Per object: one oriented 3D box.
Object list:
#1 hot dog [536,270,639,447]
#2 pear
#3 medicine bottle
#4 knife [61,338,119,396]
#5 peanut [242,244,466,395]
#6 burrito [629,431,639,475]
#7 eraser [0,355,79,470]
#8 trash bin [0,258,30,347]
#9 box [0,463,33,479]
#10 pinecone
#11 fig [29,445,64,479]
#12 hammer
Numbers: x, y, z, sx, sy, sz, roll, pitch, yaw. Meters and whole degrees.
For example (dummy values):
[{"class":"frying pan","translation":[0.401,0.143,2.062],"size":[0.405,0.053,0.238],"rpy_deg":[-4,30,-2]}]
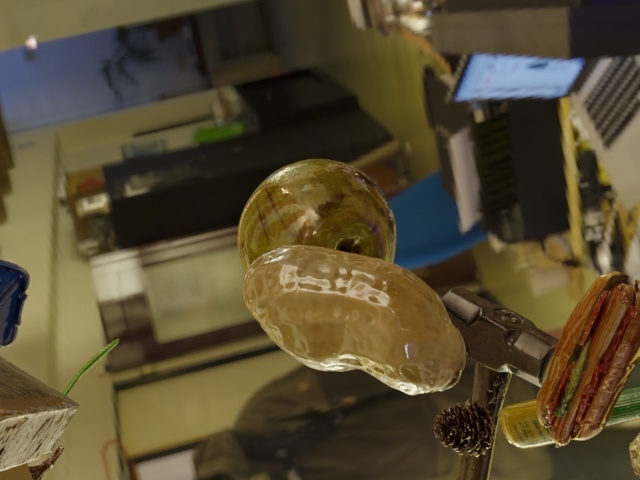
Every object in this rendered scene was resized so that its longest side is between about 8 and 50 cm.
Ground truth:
[{"class":"hot dog","translation":[0.310,0.142,1.346],"size":[0.062,0.092,0.235],"rpy_deg":[-58,-16,-63]},{"class":"pear","translation":[0.000,0.000,1.943],"size":[0.283,0.284,0.283],"rpy_deg":[166,90,-83]},{"class":"medicine bottle","translation":[0.421,0.278,1.907],"size":[0.095,0.261,0.064],"rpy_deg":[55,-148,-30]},{"class":"knife","translation":[-0.358,0.209,1.772],"size":[0.022,0.166,0.078],"rpy_deg":[40,166,-17]},{"class":"peanut","translation":[0.045,0.101,1.664],"size":[0.158,0.340,0.174],"rpy_deg":[57,-133,-56]},{"class":"burrito","translation":[0.582,0.331,1.628],"size":[0.348,0.175,0.107],"rpy_deg":[38,148,10]},{"class":"eraser","translation":[-0.356,0.168,1.213],"size":[0.144,0.078,0.343],"rpy_deg":[31,176,5]},{"class":"trash bin","translation":[-0.604,0.137,2.002],"size":[0.234,0.163,0.184],"rpy_deg":[-83,10,-69]},{"class":"box","translation":[-0.435,0.312,1.454],"size":[0.111,0.177,0.111],"rpy_deg":[1,92,42]},{"class":"pinecone","translation":[0.249,0.318,2.035],"size":[0.102,0.109,0.102],"rpy_deg":[-26,53,41]},{"class":"fig","translation":[-0.456,0.374,1.755],"size":[0.134,0.201,0.146],"rpy_deg":[-22,90,64]},{"class":"hammer","translation":[0.296,0.309,2.136],"size":[0.242,0.095,0.408],"rpy_deg":[24,119,34]}]
